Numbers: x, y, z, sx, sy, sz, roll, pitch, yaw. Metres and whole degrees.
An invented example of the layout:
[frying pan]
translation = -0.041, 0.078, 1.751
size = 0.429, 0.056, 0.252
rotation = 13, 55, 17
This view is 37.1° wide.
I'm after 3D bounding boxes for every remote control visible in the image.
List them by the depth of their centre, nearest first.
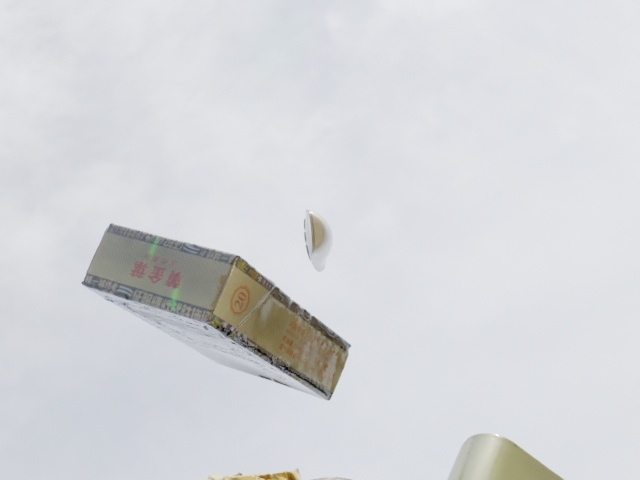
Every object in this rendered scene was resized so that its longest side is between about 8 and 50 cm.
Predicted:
[remote control]
translation = 0.000, 0.000, 1.490
size = 0.044, 0.229, 0.073
rotation = -9, -100, 3

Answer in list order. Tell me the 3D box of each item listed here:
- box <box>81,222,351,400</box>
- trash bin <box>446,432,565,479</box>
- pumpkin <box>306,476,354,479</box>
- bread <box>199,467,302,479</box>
[box]
translation = -0.117, 0.093, 1.165
size = 0.310, 0.198, 0.084
rotation = 44, -115, -54
[trash bin]
translation = 0.250, 0.403, 1.230
size = 0.243, 0.121, 0.247
rotation = 37, -141, 1
[pumpkin]
translation = 0.029, 0.240, 0.561
size = 0.119, 0.107, 0.183
rotation = -40, -76, 1
[bread]
translation = -0.099, 0.458, 1.473
size = 0.183, 0.211, 0.224
rotation = -8, -107, -20
